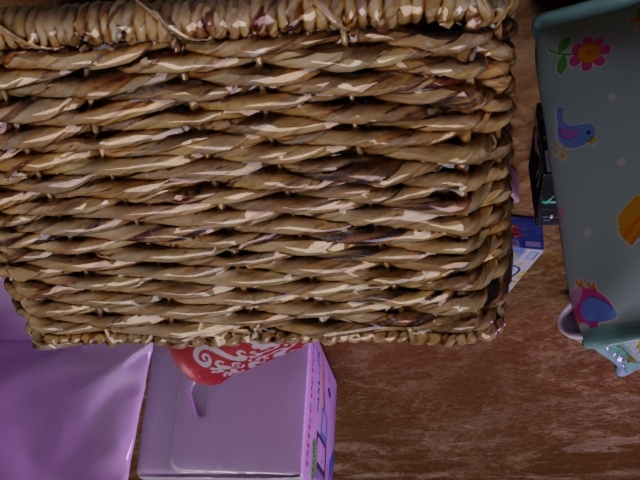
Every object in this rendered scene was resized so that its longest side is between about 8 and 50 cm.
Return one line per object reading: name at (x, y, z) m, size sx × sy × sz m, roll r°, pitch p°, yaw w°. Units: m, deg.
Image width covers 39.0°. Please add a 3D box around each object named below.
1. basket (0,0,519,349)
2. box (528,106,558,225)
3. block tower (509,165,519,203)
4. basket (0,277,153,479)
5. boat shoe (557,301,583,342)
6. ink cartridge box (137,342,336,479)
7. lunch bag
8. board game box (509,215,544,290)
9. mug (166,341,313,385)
basket at (-0.041, -0.084, 0.516) m, size 0.299 × 0.213 × 0.223 m, roll -2°, pitch 132°, yaw 11°
box at (0.189, -0.056, 0.690) m, size 0.052 × 0.062 × 0.083 m, roll -3°, pitch 154°, yaw 8°
block tower at (0.000, 0.000, 0.790) m, size 0.335 × 0.097 × 0.091 m, roll -15°, pitch 150°, yaw 30°
basket at (-0.368, 0.163, 0.911) m, size 0.266 × 0.331 × 0.328 m, roll 1°, pitch 155°, yaw 17°
boat shoe at (0.338, 0.062, 0.884) m, size 0.084 × 0.095 × 0.258 m, roll 10°, pitch 153°, yaw -24°
ink cartridge box at (-0.093, 0.234, 1.163) m, size 0.197 × 0.198 × 0.270 m, roll -1°, pitch 155°, yaw 8°
lunch bag at (0.272, -0.049, 0.511) m, size 0.262 × 0.223 × 0.160 m, roll -12°, pitch 158°, yaw 28°
board game box at (0.125, 0.031, 0.908) m, size 0.136 × 0.035 × 0.201 m, roll 5°, pitch 154°, yaw -5°
mug at (-0.060, 0.067, 0.956) m, size 0.169 × 0.150 × 0.113 m, roll -23°, pitch 108°, yaw 35°
